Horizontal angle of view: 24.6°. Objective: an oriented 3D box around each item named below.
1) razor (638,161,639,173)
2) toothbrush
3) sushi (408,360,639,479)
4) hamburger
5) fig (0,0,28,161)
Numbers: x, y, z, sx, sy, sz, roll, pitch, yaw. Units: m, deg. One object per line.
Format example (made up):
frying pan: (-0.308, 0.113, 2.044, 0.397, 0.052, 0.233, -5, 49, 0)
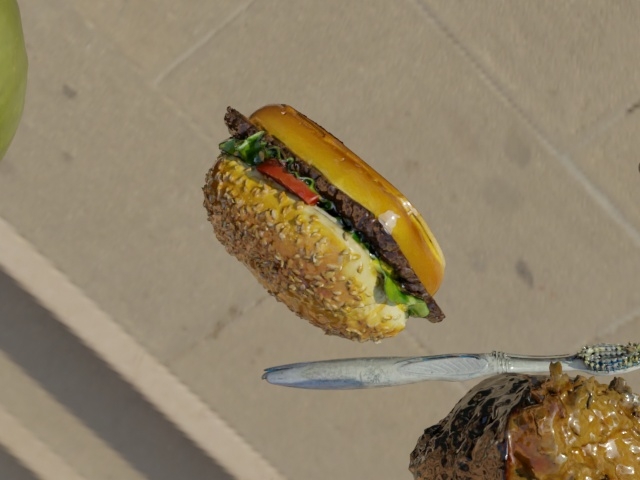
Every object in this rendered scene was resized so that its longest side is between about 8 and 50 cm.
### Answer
razor: (0.381, -0.045, 1.009, 0.204, 0.349, 0.113, 55, 147, 16)
toothbrush: (0.138, 0.135, 1.576, 0.414, 0.035, 0.042, -5, 154, 11)
sushi: (0.237, 0.278, 1.322, 0.348, 0.234, 0.207, 45, 152, -16)
hamburger: (0.000, 0.000, 0.870, 0.087, 0.166, 0.137, -46, 139, -7)
fig: (-0.363, -0.132, 0.990, 0.316, 0.316, 0.316, 6, 123, 9)
